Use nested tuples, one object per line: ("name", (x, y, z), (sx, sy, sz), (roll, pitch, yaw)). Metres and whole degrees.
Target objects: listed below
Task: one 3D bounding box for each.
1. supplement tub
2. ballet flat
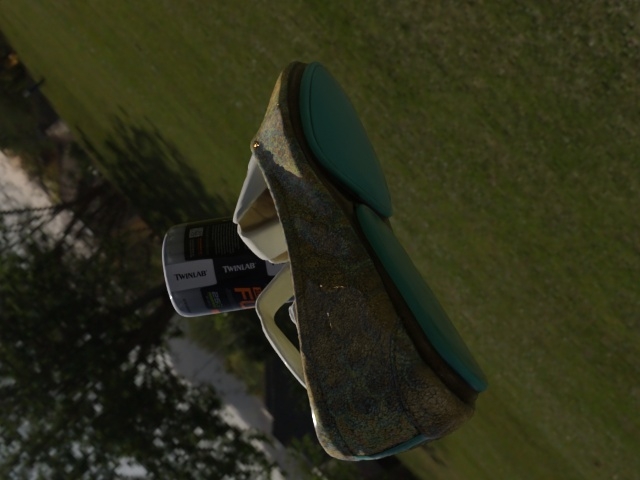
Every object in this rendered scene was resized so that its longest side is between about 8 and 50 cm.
("supplement tub", (-0.087, 0.025, 1.151), (0.117, 0.191, 0.116), (-9, -90, -84))
("ballet flat", (0.000, 0.000, 0.643), (0.123, 0.123, 0.348), (54, -169, -43))
